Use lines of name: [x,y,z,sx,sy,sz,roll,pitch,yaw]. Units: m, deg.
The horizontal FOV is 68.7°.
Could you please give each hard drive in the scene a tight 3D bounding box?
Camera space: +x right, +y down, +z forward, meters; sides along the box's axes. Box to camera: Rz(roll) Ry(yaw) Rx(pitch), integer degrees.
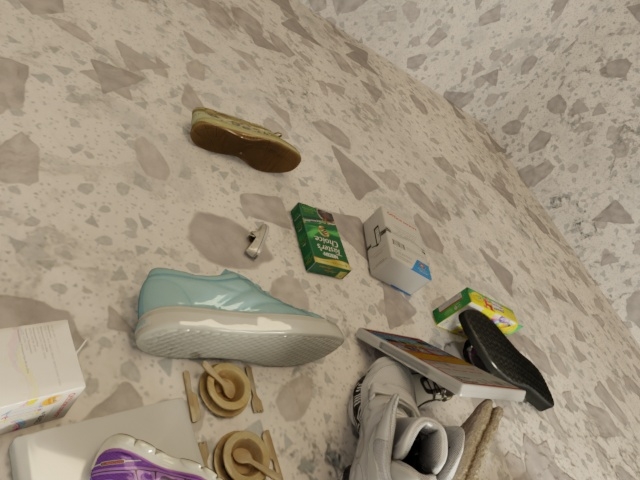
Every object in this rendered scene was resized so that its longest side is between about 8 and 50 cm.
hard drive: [-0.203,0.346,0.515,0.203,0.040,0.308,2,52,-46]

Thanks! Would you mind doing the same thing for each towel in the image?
towel: [0.210,0.390,0.777,0.049,0.187,0.282,37,30,17]

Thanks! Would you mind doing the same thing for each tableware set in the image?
tableware set: [-0.123,0.266,0.689,0.128,0.039,0.194,9,47,-42]

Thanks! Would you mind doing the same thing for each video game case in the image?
video game case: [0.234,0.247,0.948,0.204,0.025,0.285,17,1,-35]

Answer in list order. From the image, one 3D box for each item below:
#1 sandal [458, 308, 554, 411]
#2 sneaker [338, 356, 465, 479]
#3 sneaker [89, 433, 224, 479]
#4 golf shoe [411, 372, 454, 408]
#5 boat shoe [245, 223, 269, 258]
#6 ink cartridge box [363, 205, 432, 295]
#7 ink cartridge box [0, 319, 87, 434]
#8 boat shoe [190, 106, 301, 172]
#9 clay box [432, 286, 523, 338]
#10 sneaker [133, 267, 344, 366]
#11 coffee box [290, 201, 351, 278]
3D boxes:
sandal: [0.468,0.338,1.220,0.445,0.107,0.168,41,30,-29]
sneaker: [0.134,0.299,0.761,0.137,0.210,0.366,29,35,-1]
sneaker: [-0.178,0.284,0.532,0.169,0.068,0.071,27,52,-11]
golf shoe: [0.237,0.302,0.995,0.198,0.094,0.077,5,51,-43]
boat shoe: [-0.135,-0.005,0.978,0.035,0.035,0.100,35,41,-20]
ink cartridge box: [0.204,0.025,1.264,0.148,0.086,0.203,28,36,-25]
ink cartridge box: [-0.341,0.155,0.524,0.143,0.092,0.090,-2,55,-48]
boat shoe: [-0.172,-0.247,1.134,0.285,0.104,0.089,17,45,-35]
clay box: [0.428,0.213,1.266,0.222,0.127,0.053,25,38,-28]
sneaker: [-0.115,0.113,0.779,0.365,0.135,0.150,18,45,-37]
coffee box: [0.000,0.000,1.111,0.113,0.040,0.184,17,42,-36]
